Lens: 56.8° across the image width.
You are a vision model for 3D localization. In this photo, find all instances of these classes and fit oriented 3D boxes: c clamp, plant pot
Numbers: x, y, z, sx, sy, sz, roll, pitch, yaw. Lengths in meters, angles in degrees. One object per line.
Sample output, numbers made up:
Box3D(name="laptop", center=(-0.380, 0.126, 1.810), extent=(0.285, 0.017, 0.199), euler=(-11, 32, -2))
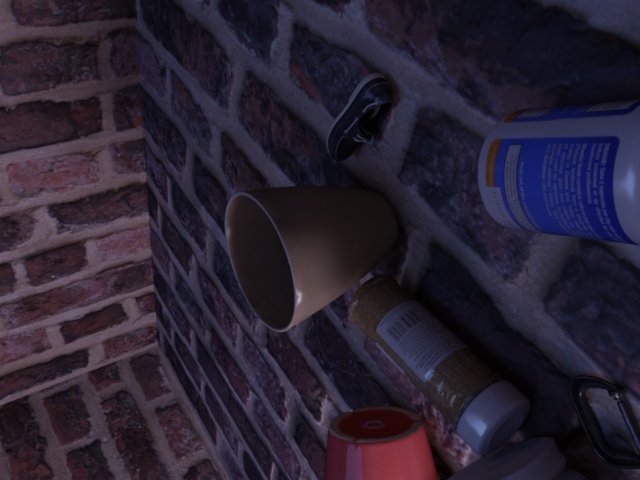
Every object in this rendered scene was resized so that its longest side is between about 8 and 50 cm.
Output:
Box3D(name="c clamp", center=(0.412, 0.256, 0.811), extent=(0.161, 0.022, 0.137), euler=(65, 155, 9))
Box3D(name="plant pot", center=(0.122, 0.490, 1.216), extent=(0.275, 0.274, 0.244), euler=(0, 97, 60))
Box3D(name="plant pot", center=(0.000, 0.000, 1.102), extent=(0.256, 0.273, 0.257), euler=(36, 136, 45))

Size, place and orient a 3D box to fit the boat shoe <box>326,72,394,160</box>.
Box3D(name="boat shoe", center=(0.071, -0.205, 1.070), extent=(0.065, 0.075, 0.206), euler=(61, 145, 23))

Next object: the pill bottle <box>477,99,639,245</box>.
Box3D(name="pill bottle", center=(0.320, -0.073, 0.640), extent=(0.272, 0.152, 0.153), euler=(14, 118, 57))

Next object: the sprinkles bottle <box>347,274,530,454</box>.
Box3D(name="sprinkles bottle", center=(0.195, 0.204, 1.044), extent=(0.355, 0.121, 0.121), euler=(44, 141, 40))

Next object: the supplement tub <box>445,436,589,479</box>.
Box3D(name="supplement tub", center=(0.330, 0.481, 0.854), extent=(0.325, 0.235, 0.235), euler=(64, 150, 14))
